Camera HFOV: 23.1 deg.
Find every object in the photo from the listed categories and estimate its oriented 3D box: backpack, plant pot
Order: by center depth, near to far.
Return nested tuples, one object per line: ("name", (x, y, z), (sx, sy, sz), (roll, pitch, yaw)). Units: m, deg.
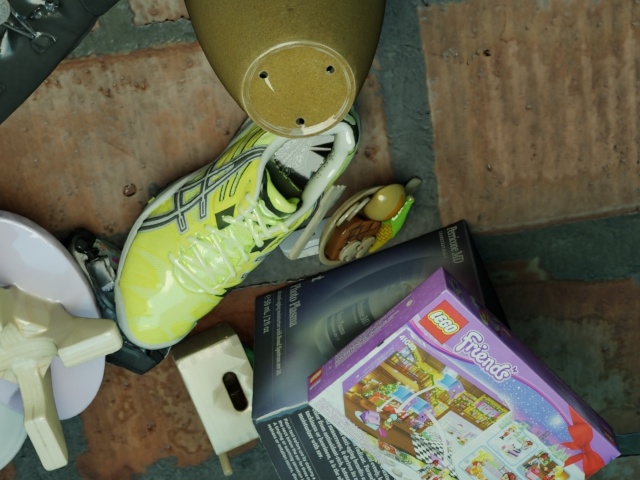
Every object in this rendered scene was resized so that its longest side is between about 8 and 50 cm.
("plant pot", (-0.033, -0.226, 1.690), (0.237, 0.254, 0.237), (-2, 128, -3))
("backpack", (-0.258, 0.078, 1.941), (0.182, 0.115, 0.152), (33, 114, -14))

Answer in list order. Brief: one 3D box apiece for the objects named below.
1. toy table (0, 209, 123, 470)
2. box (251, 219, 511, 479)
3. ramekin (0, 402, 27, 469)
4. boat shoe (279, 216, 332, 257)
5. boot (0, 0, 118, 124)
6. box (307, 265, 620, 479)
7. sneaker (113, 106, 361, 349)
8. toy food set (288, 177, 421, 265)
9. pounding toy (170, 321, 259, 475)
("toy table", (-0.349, 0.118, 1.800), (0.252, 0.161, 0.274), (-30, 112, 8))
("box", (0.083, 0.152, 1.888), (0.294, 0.296, 0.183), (-20, 116, 8))
("ramekin", (-0.491, 0.174, 1.979), (0.273, 0.127, 0.273), (-1, 117, -2))
("boat shoe", (0.000, 0.000, 1.956), (0.100, 0.035, 0.035), (-20, 144, 5))
("boot", (-0.426, -0.307, 1.733), (0.445, 0.146, 0.367), (-36, 111, 21))
("box", (0.157, 0.191, 1.711), (0.201, 0.057, 0.293), (-40, 112, 17))
("sneaker", (-0.104, -0.032, 1.817), (0.145, 0.147, 0.385), (38, 93, -17))
("toy food set", (0.052, -0.016, 1.871), (0.038, 0.192, 0.132), (45, 118, 24))
("pounding toy", (-0.112, 0.199, 1.973), (0.094, 0.206, 0.181), (-24, 98, -6))
